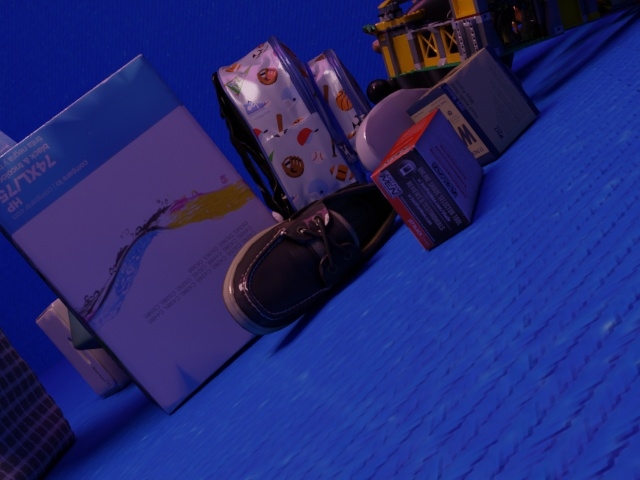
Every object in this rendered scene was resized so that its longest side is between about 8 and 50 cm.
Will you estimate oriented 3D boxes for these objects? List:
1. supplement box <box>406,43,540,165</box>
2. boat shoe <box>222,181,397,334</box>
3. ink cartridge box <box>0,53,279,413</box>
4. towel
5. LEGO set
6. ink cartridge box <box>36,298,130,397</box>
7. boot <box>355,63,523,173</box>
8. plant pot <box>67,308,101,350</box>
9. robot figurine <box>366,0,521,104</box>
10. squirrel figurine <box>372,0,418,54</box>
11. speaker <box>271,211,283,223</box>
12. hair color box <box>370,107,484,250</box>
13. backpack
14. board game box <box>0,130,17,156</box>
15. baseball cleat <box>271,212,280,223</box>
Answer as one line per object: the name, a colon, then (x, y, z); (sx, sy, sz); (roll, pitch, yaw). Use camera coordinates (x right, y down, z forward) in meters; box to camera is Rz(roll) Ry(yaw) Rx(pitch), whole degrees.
supplement box: (0.143, -0.120, 0.755); (0.083, 0.083, 0.056); (-43, 7, -31)
boat shoe: (0.001, 0.001, 0.707); (0.073, 0.080, 0.223); (-38, 0, 41)
ink cartridge box: (-0.176, 0.002, 0.812); (0.197, 0.270, 0.198); (-42, 7, -18)
towel: (-0.405, 0.197, 0.873); (0.121, 0.235, 0.284); (-30, 8, 12)
LEGO set: (0.205, -0.320, 0.900); (0.331, 0.192, 0.255); (-20, 14, -11)
ink cartridge box: (-0.282, 0.104, 1.182); (0.208, 0.153, 0.087); (-43, 6, -40)
boot: (0.106, -0.104, 0.850); (0.258, 0.095, 0.123); (-28, -7, -40)
plant pot: (-0.202, 0.031, 1.045); (0.165, 0.166, 0.234); (0, -18, -45)
robot figurine: (0.179, -0.270, 1.166); (0.278, 0.209, 0.174); (-76, -6, -79)
squirrel figurine: (0.260, -0.450, 1.618); (0.370, 0.281, 0.397); (-41, 1, 33)
speaker: (-0.109, 0.015, 1.293); (0.136, 0.055, 0.055); (-41, 7, -19)
hair color box: (0.089, -0.053, 0.640); (0.043, 0.072, 0.141); (-34, 7, 23)
backpack: (-0.029, -0.158, 1.144); (0.213, 0.263, 0.276); (-38, 6, -1)
board game box: (-0.391, -0.005, 0.798); (0.211, 0.039, 0.160); (-40, 14, 41)
baseball cleat: (-0.111, 0.019, 1.198); (0.072, 0.109, 0.206); (95, -177, -47)
